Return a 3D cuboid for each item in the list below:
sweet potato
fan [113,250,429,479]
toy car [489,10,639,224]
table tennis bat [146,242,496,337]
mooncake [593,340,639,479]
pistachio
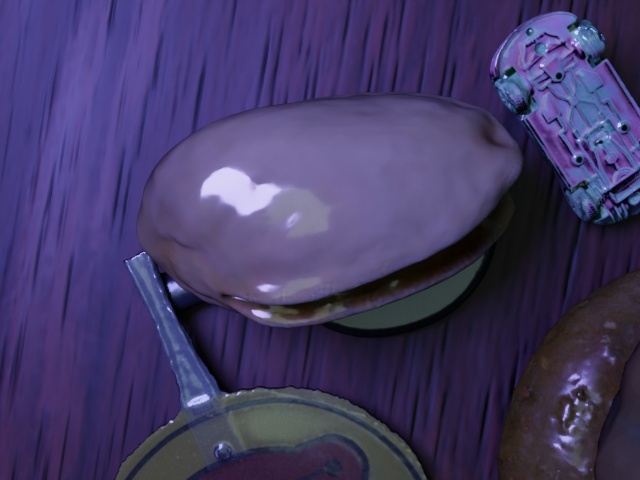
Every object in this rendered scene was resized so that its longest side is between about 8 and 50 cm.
[{"bbox_3d":[0.173,0.107,0.601,0.124,0.098,0.310,35,89,-26],"label":"sweet potato"},{"bbox_3d":[-0.051,0.162,0.640,0.229,0.011,0.335,-24,94,3],"label":"fan"},{"bbox_3d":[0.160,-0.076,0.622,0.069,0.055,0.142,-35,102,4],"label":"toy car"},{"bbox_3d":[0.000,0.000,0.646,0.236,0.027,0.150,-20,88,2],"label":"table tennis bat"},{"bbox_3d":[0.273,0.121,0.514,0.290,0.161,0.290,-9,109,-26],"label":"mooncake"},{"bbox_3d":[0.004,-0.023,0.576,0.223,0.126,0.152,-7,51,0],"label":"pistachio"}]
